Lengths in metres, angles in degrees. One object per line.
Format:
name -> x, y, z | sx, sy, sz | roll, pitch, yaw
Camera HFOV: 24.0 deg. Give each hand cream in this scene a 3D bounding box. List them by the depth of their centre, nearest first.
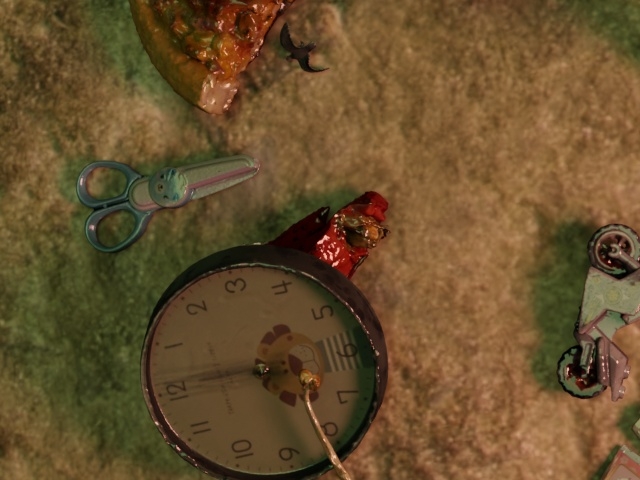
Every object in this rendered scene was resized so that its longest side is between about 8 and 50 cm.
hand cream -> 0.325, 0.346, 1.802 | 0.067, 0.043, 0.210 | 39, 89, 20

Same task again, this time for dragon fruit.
dragon fruit -> 0.013, 0.014, 1.920 | 0.192, 0.122, 0.092 | -42, 115, 3

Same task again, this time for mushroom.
mushroom -> 0.030, 0.283, 1.838 | 0.026, 0.028, 0.286 | -30, 107, -30

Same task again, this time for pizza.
pizza -> -0.137, -0.365, 1.972 | 0.277, 0.114, 0.409 | -4, 81, 21

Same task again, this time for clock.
clock -> -0.071, 0.158, 1.852 | 0.312, 0.061, 0.313 | 2, 107, 5

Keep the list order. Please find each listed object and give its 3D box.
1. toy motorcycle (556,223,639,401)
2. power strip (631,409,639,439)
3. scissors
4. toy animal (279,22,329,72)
toy motorcycle -> 0.361, 0.092, 1.804 | 0.122, 0.080, 0.215 | 15, 92, 18
power strip -> 0.464, 0.297, 1.775 | 0.060, 0.027, 0.253 | -39, 76, 6
scissors -> -0.201, -0.068, 1.991 | 0.256, 0.030, 0.125 | -15, 81, 15
toy animal -> -0.028, -0.248, 1.967 | 0.084, 0.050, 0.028 | 46, 69, -16
